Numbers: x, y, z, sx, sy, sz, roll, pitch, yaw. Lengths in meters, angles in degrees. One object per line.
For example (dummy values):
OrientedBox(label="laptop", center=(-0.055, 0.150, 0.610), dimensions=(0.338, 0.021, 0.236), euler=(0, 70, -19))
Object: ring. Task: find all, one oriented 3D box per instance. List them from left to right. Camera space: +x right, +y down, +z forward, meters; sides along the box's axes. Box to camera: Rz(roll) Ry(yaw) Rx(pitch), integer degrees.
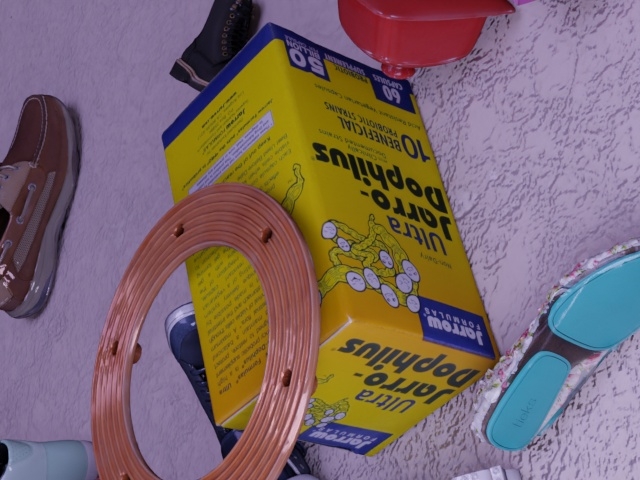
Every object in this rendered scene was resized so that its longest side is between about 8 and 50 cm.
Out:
OrientedBox(label="ring", center=(-0.106, 0.112, 1.292), dimensions=(0.337, 0.032, 0.336), euler=(-23, 59, 44))

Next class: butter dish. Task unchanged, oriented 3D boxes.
OrientedBox(label="butter dish", center=(0.087, -0.218, 1.430), dimensions=(0.160, 0.160, 0.118), euler=(51, 139, 47))

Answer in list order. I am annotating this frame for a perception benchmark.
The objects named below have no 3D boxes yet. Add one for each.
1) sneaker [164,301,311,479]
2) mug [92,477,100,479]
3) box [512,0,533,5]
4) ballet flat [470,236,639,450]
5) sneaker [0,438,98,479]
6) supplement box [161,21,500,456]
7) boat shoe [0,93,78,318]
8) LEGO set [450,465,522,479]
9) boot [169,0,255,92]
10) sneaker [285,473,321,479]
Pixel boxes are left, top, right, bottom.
OrientedBox(label="sneaker", center=(-0.079, 0.170, 1.426), dimensions=(0.086, 0.226, 0.163), euler=(-24, 50, 1))
OrientedBox(label="mug", center=(-0.187, 0.346, 1.565), dimensions=(0.113, 0.150, 0.169), euler=(-46, 30, -19))
OrientedBox(label="box", center=(0.173, -0.375, 1.296), dimensions=(0.213, 0.117, 0.243), euler=(82, 164, -44))
OrientedBox(label="ballet flat", center=(0.205, 0.076, 1.203), dimensions=(0.241, 0.091, 0.077), euler=(-50, 21, 21))
OrientedBox(label="sneaker", center=(-0.401, 0.339, 1.784), dimensions=(0.256, 0.151, 0.094), euler=(-56, 42, 22))
OrientedBox(label="supplement box", center=(0.000, 0.000, 1.388), dimensions=(0.195, 0.194, 0.356), euler=(-41, 48, 34))
OrientedBox(label="boat shoe", center=(-0.424, -0.058, 1.993), dimensions=(0.123, 0.116, 0.324), euler=(-13, 67, 48))
OrientedBox(label="LEGO set", center=(0.064, 0.257, 1.213), dimensions=(0.227, 0.093, 0.087), euler=(-17, 70, 11))
OrientedBox(label="boot", center=(-0.104, -0.234, 1.710), dimensions=(0.198, 0.077, 0.137), euler=(32, 96, 50))
OrientedBox(label="sneaker", center=(-0.064, 0.338, 1.310), dimensions=(0.296, 0.104, 0.147), euler=(-35, 36, -26))
